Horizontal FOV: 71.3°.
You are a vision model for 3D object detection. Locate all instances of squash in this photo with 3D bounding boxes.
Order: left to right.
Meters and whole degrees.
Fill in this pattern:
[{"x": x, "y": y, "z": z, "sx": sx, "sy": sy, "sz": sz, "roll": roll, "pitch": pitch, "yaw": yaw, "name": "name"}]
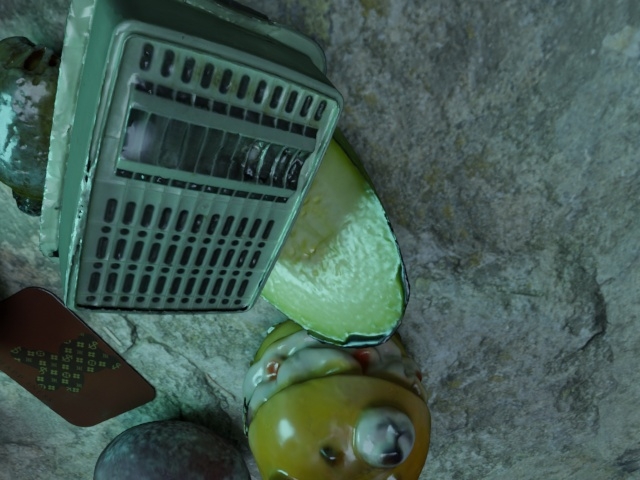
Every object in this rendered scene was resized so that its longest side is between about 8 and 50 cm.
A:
[{"x": 0.000, "y": 0.000, "z": 0.503, "sx": 0.204, "sy": 0.155, "sz": 0.236, "roll": 21, "pitch": 119, "yaw": -15, "name": "squash"}]

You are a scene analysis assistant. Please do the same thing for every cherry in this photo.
[{"x": -0.253, "y": 0.398, "z": 0.697, "sx": 0.286, "sy": 0.212, "sz": 0.236, "roll": -6, "pitch": 144, "yaw": -25, "name": "cherry"}]

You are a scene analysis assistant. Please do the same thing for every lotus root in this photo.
[{"x": -0.292, "y": -0.107, "z": 0.464, "sx": 0.113, "sy": 0.088, "sz": 0.192, "roll": 21, "pitch": 119, "yaw": -11, "name": "lotus root"}]

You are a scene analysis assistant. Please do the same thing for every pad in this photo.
[{"x": -0.398, "y": 0.192, "z": 0.689, "sx": 0.181, "sy": 0.004, "sz": 0.267, "roll": -25, "pitch": 118, "yaw": 13, "name": "pad"}]

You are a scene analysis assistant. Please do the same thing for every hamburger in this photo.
[{"x": 0.022, "y": 0.253, "z": 0.605, "sx": 0.277, "sy": 0.236, "sz": 0.276, "roll": -2, "pitch": 122, "yaw": -3, "name": "hamburger"}]

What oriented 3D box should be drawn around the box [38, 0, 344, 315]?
[{"x": -0.126, "y": -0.073, "z": 0.418, "sx": 0.221, "sy": 0.166, "sz": 0.290, "roll": 7, "pitch": 123, "yaw": -35, "name": "box"}]
